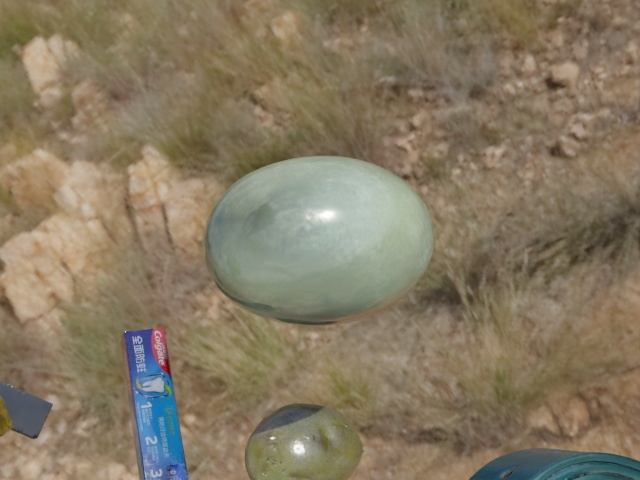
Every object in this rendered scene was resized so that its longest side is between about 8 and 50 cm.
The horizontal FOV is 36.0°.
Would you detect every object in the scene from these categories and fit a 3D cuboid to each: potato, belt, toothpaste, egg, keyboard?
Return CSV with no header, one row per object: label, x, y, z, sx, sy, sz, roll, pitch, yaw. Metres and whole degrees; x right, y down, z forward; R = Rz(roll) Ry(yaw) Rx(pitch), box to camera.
potato,-0.032,0.402,1.870,0.160,0.235,0.178,-152,68,-67
belt,0.410,0.475,1.489,0.173,0.436,0.300,-8,61,60
toothpaste,-0.294,0.314,1.743,0.076,0.066,0.320,-4,64,-20
egg,0.000,0.000,1.484,0.352,0.258,0.258,-7,43,-10
keyboard,-0.587,0.289,1.775,0.015,0.196,0.074,-8,57,65

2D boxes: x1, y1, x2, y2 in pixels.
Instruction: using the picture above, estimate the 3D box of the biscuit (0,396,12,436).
biscuit,-0.493,0.228,1.252,0.183,0.174,0.039,-27,52,-20
